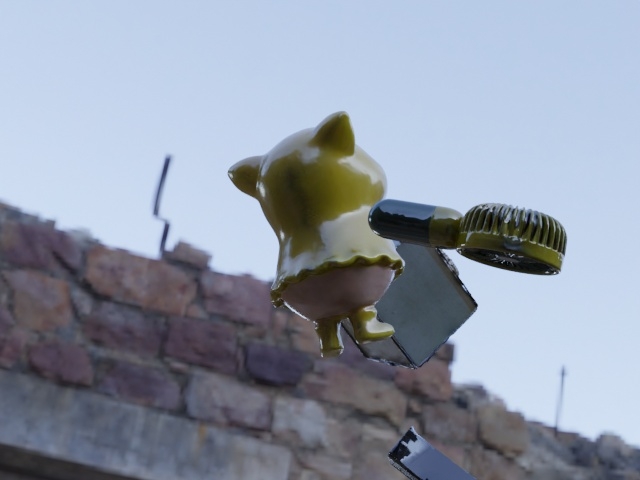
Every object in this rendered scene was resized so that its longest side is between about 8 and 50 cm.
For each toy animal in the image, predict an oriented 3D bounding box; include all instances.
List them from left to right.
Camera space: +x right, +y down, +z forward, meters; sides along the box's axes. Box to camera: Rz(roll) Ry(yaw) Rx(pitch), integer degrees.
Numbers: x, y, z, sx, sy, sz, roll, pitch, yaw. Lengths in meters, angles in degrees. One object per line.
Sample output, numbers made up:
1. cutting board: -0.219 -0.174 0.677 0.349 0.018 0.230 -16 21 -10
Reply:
1. toy animal: 0.004 -0.002 1.216 0.156 0.230 0.156 -17 -12 -4

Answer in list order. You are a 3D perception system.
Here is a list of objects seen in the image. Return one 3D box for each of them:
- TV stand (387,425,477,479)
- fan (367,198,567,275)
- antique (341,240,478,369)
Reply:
1. TV stand: 0.184 0.295 1.319 0.256 0.049 0.040 35 -17 29
2. fan: 0.111 -0.009 0.926 0.155 0.039 0.082 10 -9 18
3. antique: 0.100 0.066 1.589 0.147 0.148 0.152 55 -20 -15
